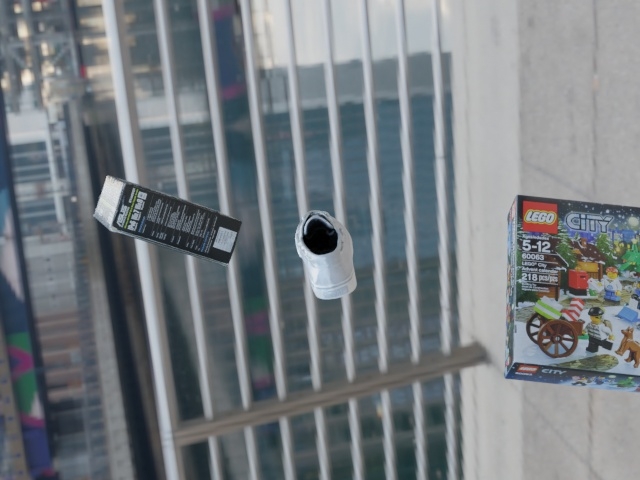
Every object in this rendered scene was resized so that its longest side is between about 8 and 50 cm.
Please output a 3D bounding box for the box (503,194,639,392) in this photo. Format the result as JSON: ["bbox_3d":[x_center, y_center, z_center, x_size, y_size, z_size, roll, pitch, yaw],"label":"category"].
[{"bbox_3d":[0.278,0.050,0.907,0.044,0.233,0.159,95,180,-64],"label":"box"}]

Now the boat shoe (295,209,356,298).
[{"bbox_3d":[0.000,0.000,1.179,0.184,0.066,0.063,-92,-10,-64],"label":"boat shoe"}]

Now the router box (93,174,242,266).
[{"bbox_3d":[-0.120,-0.017,0.810,0.122,0.092,0.038,-162,89,-71],"label":"router box"}]
